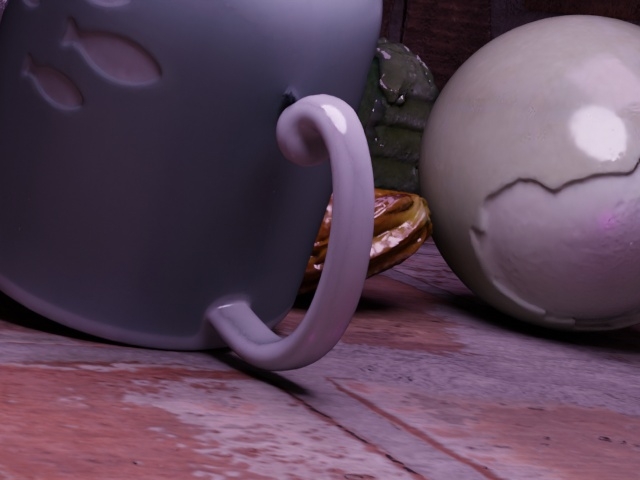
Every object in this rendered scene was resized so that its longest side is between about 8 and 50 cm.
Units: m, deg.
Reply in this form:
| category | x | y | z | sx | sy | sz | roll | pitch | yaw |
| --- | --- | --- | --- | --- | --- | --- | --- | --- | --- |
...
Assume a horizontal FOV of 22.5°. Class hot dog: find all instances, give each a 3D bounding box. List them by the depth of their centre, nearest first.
| category | x | y | z | sx | sy | sz | roll | pitch | yaw |
| --- | --- | --- | --- | --- | --- | --- | --- | --- | --- |
| hot dog | -0.033 | -0.008 | 1.383 | 0.259 | 0.114 | 0.175 | 15 | 4 | 22 |

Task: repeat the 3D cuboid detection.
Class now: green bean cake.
| category | x | y | z | sx | sy | sz | roll | pitch | yaw |
| --- | --- | --- | --- | --- | --- | --- | --- | --- | --- |
| green bean cake | 0.032 | -0.133 | 1.922 | 0.125 | 0.227 | 0.223 | 0 | 12 | -41 |

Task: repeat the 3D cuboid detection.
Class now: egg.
| category | x | y | z | sx | sy | sz | roll | pitch | yaw |
| --- | --- | --- | --- | --- | --- | --- | --- | --- | --- |
| egg | 0.225 | -0.056 | 1.405 | 0.278 | 0.278 | 0.336 | 9 | 9 | -2 |

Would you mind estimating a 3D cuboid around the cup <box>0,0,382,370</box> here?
| category | x | y | z | sx | sy | sz | roll | pitch | yaw |
| --- | --- | --- | --- | --- | --- | --- | --- | --- | --- |
| cup | -0.074 | -0.080 | 1.091 | 0.259 | 0.274 | 0.357 | -5 | 36 | -37 |

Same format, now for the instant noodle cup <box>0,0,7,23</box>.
| category | x | y | z | sx | sy | sz | roll | pitch | yaw |
| --- | --- | --- | --- | --- | --- | --- | --- | --- | --- |
| instant noodle cup | -0.473 | -0.198 | 1.903 | 0.218 | 0.217 | 0.207 | 13 | 15 | 22 |
